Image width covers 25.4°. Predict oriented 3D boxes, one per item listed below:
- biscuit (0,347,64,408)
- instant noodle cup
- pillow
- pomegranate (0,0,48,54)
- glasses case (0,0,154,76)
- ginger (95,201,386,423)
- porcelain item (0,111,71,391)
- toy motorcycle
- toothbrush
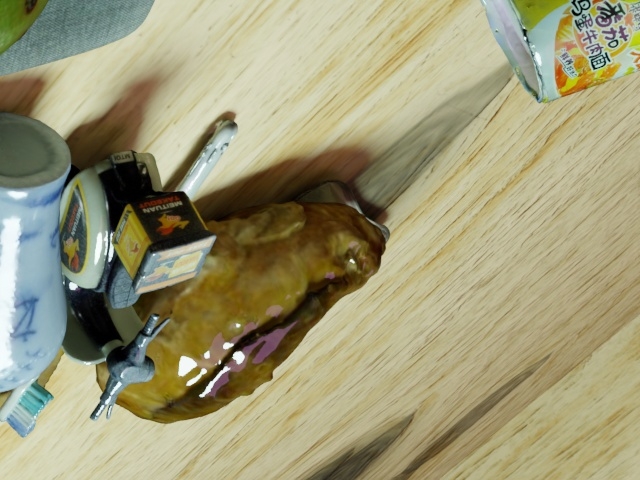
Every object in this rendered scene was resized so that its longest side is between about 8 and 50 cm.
[{"bbox_3d":[-0.340,0.123,1.376,0.232,0.013,0.237,-14,150,-41],"label":"biscuit"},{"bbox_3d":[0.225,-0.218,1.232,0.153,0.205,0.205,-25,158,4],"label":"instant noodle cup"},{"bbox_3d":[0.000,0.000,1.554,0.131,0.038,0.233,-33,156,7],"label":"pillow"},{"bbox_3d":[-0.235,-0.177,0.678,0.263,0.211,0.211,1,142,-30],"label":"pomegranate"},{"bbox_3d":[-0.245,-0.151,0.867,0.323,0.074,0.131,-20,153,-29],"label":"glasses case"},{"bbox_3d":[-0.082,0.060,1.396,0.321,0.165,0.172,-31,152,-1],"label":"ginger"},{"bbox_3d":[-0.261,0.024,1.128,0.141,0.141,0.259,-16,144,-37],"label":"porcelain item"},{"bbox_3d":[-0.183,0.031,1.216,0.091,0.157,0.263,-16,150,-33],"label":"toy motorcycle"},{"bbox_3d":[-0.200,0.039,1.351,0.418,0.040,0.042,-53,177,25],"label":"toothbrush"}]
